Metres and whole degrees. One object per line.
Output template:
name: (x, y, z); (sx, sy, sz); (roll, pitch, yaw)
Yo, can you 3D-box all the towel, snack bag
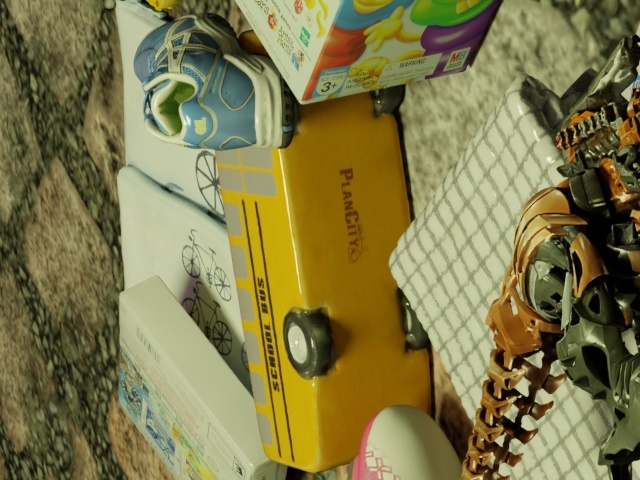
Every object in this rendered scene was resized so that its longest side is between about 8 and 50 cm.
towel: (0.178, 0.059, 1.222); (0.284, 0.121, 0.235); (61, 148, 21)
snack bag: (-0.097, -0.017, 1.731); (0.323, 0.037, 0.343); (32, 128, 51)

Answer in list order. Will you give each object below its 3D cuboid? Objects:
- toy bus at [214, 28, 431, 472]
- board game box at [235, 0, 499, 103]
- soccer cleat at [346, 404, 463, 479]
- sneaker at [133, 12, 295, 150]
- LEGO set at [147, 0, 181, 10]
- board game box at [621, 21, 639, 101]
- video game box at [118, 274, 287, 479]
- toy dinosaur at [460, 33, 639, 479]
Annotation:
toy bus: (0.000, 0.000, 1.504); (0.130, 0.108, 0.333); (8, 108, 61)
board game box: (0.052, -0.241, 1.282); (0.144, 0.142, 0.275); (59, 146, 28)
soccer cleat: (0.117, 0.277, 1.441); (0.143, 0.116, 0.331); (-10, 90, 37)
sneaker: (-0.095, -0.114, 1.427); (0.211, 0.081, 0.080); (29, 125, 60)
LEGO set: (-0.092, -0.222, 1.589); (0.227, 0.087, 0.093); (45, 137, 44)
board game box: (0.291, -0.152, 0.980); (0.233, 0.078, 0.347); (50, 141, 37)
video game box: (-0.105, 0.159, 1.744); (0.205, 0.048, 0.187); (50, 152, 24)
toy dinosaur: (0.173, 0.021, 1.034); (0.322, 0.164, 0.218); (102, 149, -42)
